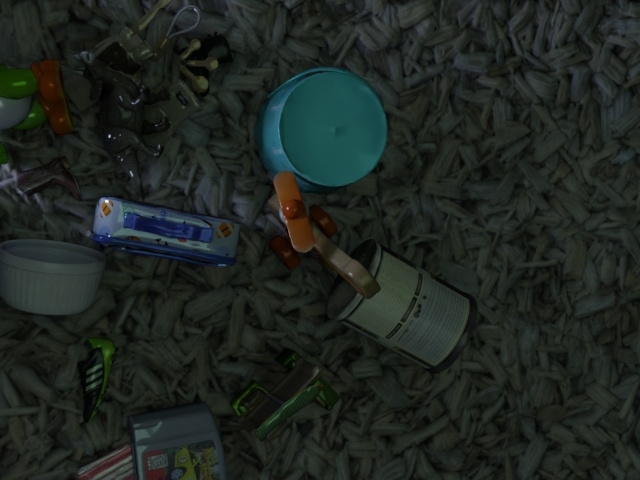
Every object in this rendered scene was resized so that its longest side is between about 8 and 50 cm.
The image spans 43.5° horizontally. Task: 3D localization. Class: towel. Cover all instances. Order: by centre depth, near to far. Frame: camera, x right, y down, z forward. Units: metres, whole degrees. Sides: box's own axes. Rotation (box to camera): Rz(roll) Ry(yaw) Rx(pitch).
[{"bbox_3d":[-0.421,0.547,1.736,0.144,0.029,0.197,-27,99,-16],"label":"towel"}]

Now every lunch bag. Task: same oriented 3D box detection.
[{"bbox_3d":[-0.319,-0.016,1.627,0.303,0.243,0.115,10,89,-17],"label":"lunch bag"}]

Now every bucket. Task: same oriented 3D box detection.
[{"bbox_3d":[0.006,-0.234,1.742,0.281,0.183,0.281,-1,92,-16],"label":"bucket"}]

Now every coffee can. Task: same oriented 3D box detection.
[{"bbox_3d":[0.182,0.148,1.798,0.275,0.201,0.202,30,84,-15],"label":"coffee can"}]

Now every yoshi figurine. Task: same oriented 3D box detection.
[{"bbox_3d":[-0.672,-0.236,1.547,0.362,0.203,0.204,-9,102,-12],"label":"yoshi figurine"}]

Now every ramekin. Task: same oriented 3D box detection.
[{"bbox_3d":[-0.538,0.073,1.594,0.207,0.207,0.109,8,99,-16],"label":"ramekin"}]

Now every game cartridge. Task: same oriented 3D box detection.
[{"bbox_3d":[-0.302,0.508,1.739,0.196,0.060,0.294,-7,92,-28],"label":"game cartridge"}]

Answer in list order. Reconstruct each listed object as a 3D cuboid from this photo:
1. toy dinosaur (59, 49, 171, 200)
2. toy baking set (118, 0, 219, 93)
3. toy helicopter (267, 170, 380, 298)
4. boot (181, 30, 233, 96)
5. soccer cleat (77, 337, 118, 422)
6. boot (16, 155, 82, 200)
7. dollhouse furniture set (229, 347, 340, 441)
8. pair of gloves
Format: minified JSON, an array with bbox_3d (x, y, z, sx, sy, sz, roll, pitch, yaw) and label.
[{"bbox_3d":[-0.393,-0.242,1.626,0.160,0.121,0.314,1,115,20],"label":"toy dinosaur"},{"bbox_3d":[-0.327,-0.401,1.698,0.196,0.030,0.256,-19,97,0],"label":"toy baking set"},{"bbox_3d":[0.000,0.000,1.656,0.140,0.355,0.235,-40,135,-11],"label":"toy helicopter"},{"bbox_3d":[-0.237,-0.383,1.739,0.099,0.045,0.121,-24,96,-15],"label":"boot"},{"bbox_3d":[-0.482,0.293,1.695,0.072,0.060,0.179,14,82,-7],"label":"soccer cleat"},{"bbox_3d":[-0.562,-0.109,1.660,0.114,0.037,0.106,-25,86,-17],"label":"boot"},{"bbox_3d":[-0.056,0.359,1.687,0.197,0.301,0.151,-44,100,-13],"label":"dollhouse furniture set"},{"bbox_3d":[-0.392,-0.305,1.673,0.204,0.042,0.240,-42,99,13],"label":"pair of gloves"}]
